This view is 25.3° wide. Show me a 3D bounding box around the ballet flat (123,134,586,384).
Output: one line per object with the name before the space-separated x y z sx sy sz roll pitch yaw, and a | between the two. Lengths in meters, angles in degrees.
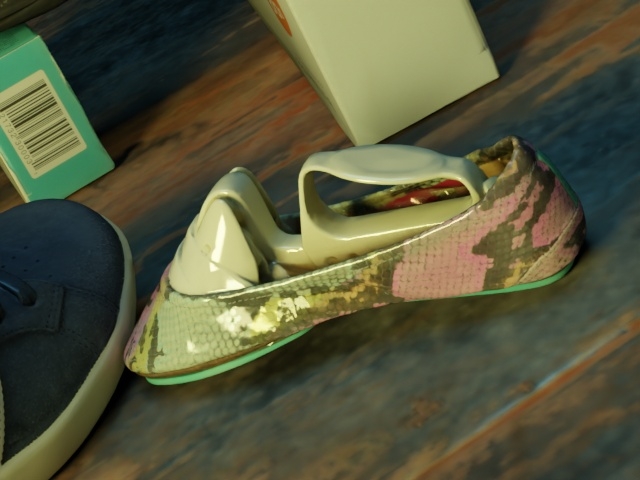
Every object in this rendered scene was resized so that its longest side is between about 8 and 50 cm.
ballet flat | 0.000 0.000 0.608 0.221 0.079 0.077 -15 31 24

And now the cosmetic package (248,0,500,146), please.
cosmetic package | -0.042 -0.250 0.848 0.097 0.284 0.377 -30 27 0

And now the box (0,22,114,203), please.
box | -0.214 -0.105 0.958 0.060 0.100 0.244 -32 28 -10

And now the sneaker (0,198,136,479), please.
sneaker | -0.201 0.058 0.576 0.131 0.148 0.350 12 40 27

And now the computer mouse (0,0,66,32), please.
computer mouse | -0.203 -0.161 0.871 0.272 0.072 0.188 -32 27 16
